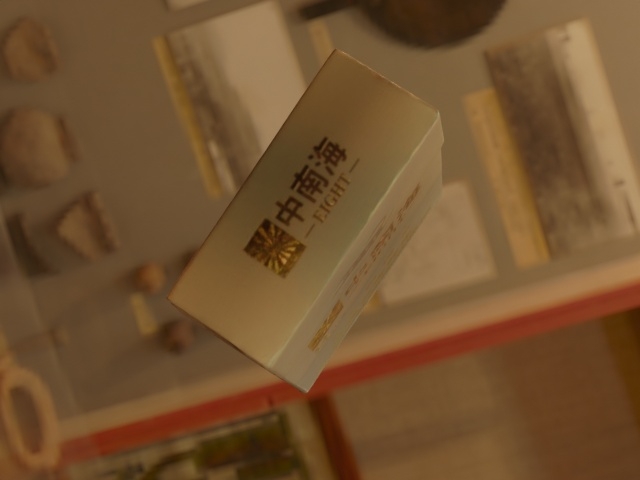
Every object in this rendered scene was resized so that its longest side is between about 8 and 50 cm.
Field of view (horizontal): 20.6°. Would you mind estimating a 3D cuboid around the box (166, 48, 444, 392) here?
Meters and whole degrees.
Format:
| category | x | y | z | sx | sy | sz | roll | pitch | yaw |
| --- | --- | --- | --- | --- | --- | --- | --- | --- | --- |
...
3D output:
| category | x | y | z | sx | sy | sz | roll | pitch | yaw |
| --- | --- | --- | --- | --- | --- | --- | --- | --- | --- |
| box | 0.000 | 0.000 | 0.956 | 0.067 | 0.155 | 0.243 | 32 | -3 | 7 |
